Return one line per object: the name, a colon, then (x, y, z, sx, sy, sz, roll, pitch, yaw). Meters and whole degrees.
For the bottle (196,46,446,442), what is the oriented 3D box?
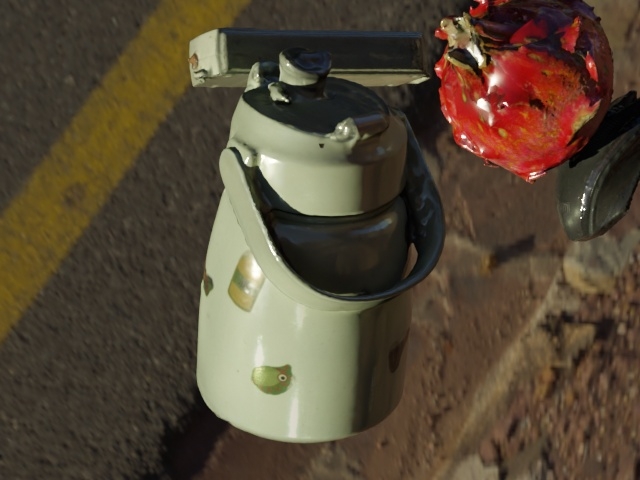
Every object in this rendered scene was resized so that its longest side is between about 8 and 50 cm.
bottle: (0.000, 0.000, 1.418, 0.229, 0.352, 0.229, 5, 31, -3)

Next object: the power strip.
power strip: (-0.009, -0.185, 1.541, 0.272, 0.078, 0.052, -4, 88, -28)

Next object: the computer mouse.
computer mouse: (0.223, -0.064, 1.213, 0.047, 0.079, 0.135, 24, 93, -23)

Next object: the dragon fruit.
dragon fruit: (0.135, -0.123, 1.159, 0.153, 0.111, 0.153, -4, 84, 45)
